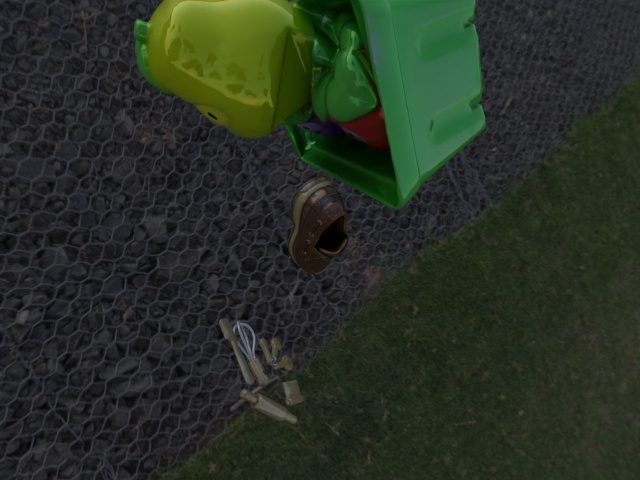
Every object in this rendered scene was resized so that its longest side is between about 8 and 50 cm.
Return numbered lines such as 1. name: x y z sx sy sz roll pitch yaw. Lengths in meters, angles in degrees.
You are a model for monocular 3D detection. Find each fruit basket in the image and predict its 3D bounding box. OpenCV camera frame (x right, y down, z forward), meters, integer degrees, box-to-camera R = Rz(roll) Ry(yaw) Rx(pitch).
1. fruit basket: -0.028 -0.201 0.573 0.392 0.392 0.283 -30 121 -24

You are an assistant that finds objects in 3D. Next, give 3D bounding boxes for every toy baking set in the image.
1. toy baking set: -0.126 0.271 0.900 0.030 0.197 0.256 -34 132 16

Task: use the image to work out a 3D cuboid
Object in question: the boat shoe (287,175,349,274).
1. boat shoe: 0.000 0.000 0.529 0.064 0.178 0.060 -32 64 -20
